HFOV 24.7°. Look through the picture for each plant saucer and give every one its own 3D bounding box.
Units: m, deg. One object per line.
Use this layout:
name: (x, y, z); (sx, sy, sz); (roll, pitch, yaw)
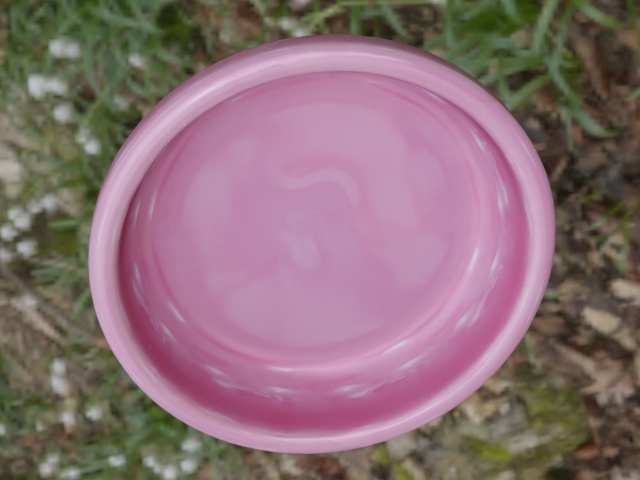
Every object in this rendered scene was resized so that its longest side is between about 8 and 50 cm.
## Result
plant saucer: (0.000, 0.000, 1.059); (0.084, 0.332, 0.332); (-104, 24, -60)
